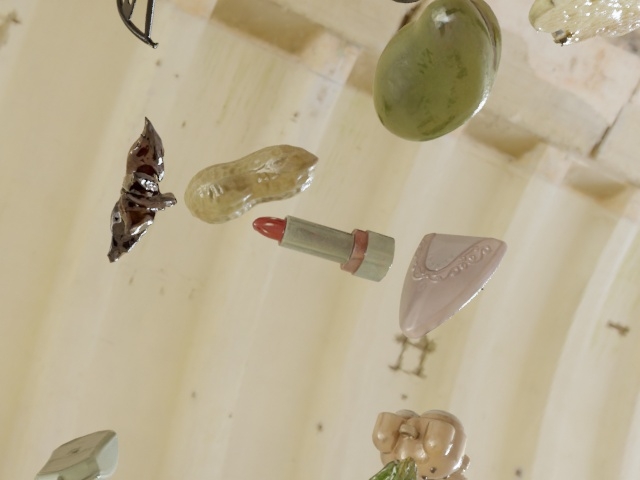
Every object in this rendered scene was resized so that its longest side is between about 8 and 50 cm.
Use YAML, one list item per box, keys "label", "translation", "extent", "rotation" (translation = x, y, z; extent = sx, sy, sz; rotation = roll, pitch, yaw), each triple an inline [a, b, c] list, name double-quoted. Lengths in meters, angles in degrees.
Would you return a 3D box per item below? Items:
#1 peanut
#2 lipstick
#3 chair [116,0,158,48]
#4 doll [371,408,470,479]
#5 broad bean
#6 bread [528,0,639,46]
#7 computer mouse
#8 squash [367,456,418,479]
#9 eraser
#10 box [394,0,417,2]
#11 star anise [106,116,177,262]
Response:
- label: "peanut"
  translation: [-0.141, -0.113, 1.752]
  extent: [0.136, 0.298, 0.120]
  rotation: [-77, -35, -61]
- label: "lipstick"
  translation: [0.000, -0.001, 1.142]
  extent: [0.186, 0.063, 0.057]
  rotation: [17, -127, -13]
- label: "chair"
  translation: [-0.221, -0.439, 1.314]
  extent: [0.141, 0.260, 0.155]
  rotation: [-14, -123, -27]
- label: "doll"
  translation: [0.172, 0.367, 1.443]
  extent: [0.154, 0.119, 0.278]
  rotation: [11, 146, 19]
- label: "broad bean"
  translation: [0.190, -0.274, 1.423]
  extent: [0.189, 0.263, 0.121]
  rotation: [48, -138, 8]
- label: "bread"
  translation: [0.461, -0.390, 1.321]
  extent: [0.316, 0.316, 0.054]
  rotation: [8, -117, -55]
- label: "computer mouse"
  translation: [-0.293, 0.283, 1.072]
  extent: [0.181, 0.089, 0.056]
  rotation: [-145, 33, -86]
- label: "squash"
  translation: [0.026, 0.383, 1.076]
  extent: [0.137, 0.287, 0.137]
  rotation: [41, -158, -20]
- label: "eraser"
  translation: [0.224, 0.081, 1.697]
  extent: [0.204, 0.243, 0.059]
  rotation: [5, 142, 48]
- label: "box"
  translation: [0.136, -0.430, 1.195]
  extent: [0.201, 0.212, 0.042]
  rotation: [40, -148, -36]
- label: "star anise"
  translation: [-0.299, -0.086, 1.522]
  extent: [0.102, 0.272, 0.272]
  rotation: [15, -166, -13]
